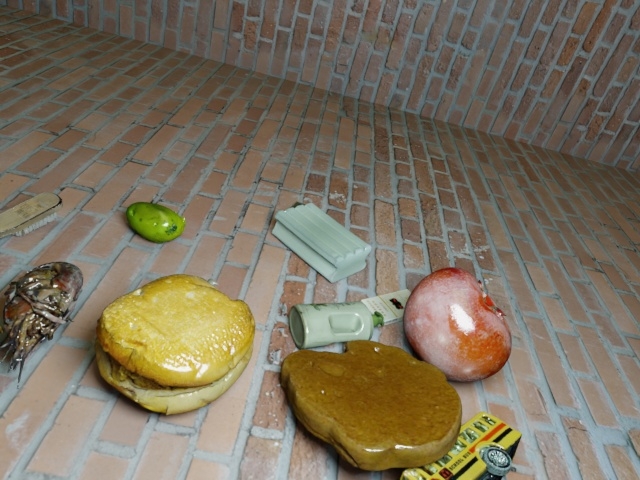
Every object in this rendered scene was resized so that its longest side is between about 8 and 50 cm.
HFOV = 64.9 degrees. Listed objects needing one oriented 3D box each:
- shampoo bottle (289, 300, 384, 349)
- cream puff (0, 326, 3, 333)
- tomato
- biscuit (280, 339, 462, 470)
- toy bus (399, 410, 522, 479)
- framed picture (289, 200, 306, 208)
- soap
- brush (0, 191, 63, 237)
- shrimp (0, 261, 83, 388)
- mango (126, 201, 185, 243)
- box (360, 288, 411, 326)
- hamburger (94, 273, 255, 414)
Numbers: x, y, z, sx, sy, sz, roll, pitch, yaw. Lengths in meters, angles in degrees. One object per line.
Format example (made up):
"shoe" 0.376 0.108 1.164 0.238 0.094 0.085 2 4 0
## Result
"shampoo bottle" 0.050 0.199 1.216 0.233 0.087 0.118 0 33 -24
"cream puff" -0.666 0.184 0.919 0.126 0.103 0.144 20 33 14
"tomato" 0.314 0.204 1.184 0.270 0.227 0.270 45 20 -21
"biscuit" 0.094 0.312 1.020 0.380 0.075 0.358 12 17 28
"toy bus" 0.238 0.440 0.912 0.335 0.121 0.123 -15 35 -39
"framed picture" -0.054 -0.103 1.695 0.089 0.007 0.066 22 34 10
"soap" 0.000 0.000 1.491 0.159 0.088 0.265 -21 47 -42
"brush" -0.778 -0.016 1.221 0.069 0.065 0.327 33 46 14
"shrimp" -0.558 0.146 1.006 0.145 0.117 0.343 4 29 -15
"mango" -0.454 -0.051 1.368 0.178 0.100 0.119 20 -4 22
"box" 0.198 0.181 1.364 0.166 0.024 0.090 -9 40 -32
"hamburger" -0.282 0.191 1.012 0.289 0.170 0.314 32 35 18
